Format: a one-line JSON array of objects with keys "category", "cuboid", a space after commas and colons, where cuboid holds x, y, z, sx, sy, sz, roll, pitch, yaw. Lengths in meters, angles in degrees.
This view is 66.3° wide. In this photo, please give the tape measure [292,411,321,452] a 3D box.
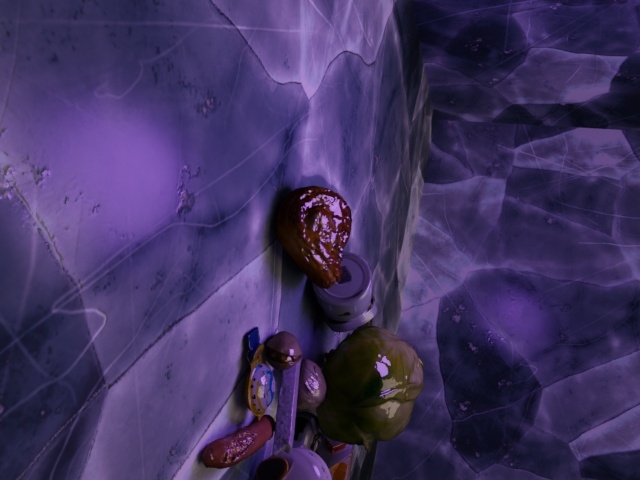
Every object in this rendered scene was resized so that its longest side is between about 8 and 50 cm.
[{"category": "tape measure", "cuboid": [-0.056, 0.696, 1.719, 0.196, 0.105, 0.178, 55, 46, -61]}]

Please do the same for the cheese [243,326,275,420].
[{"category": "cheese", "cuboid": [-0.169, 0.362, 1.323, 0.156, 0.064, 0.250, -37, 122, -73]}]

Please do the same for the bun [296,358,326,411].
[{"category": "bun", "cuboid": [-0.037, 0.478, 1.590, 0.173, 0.113, 0.166, -86, -160, -59]}]

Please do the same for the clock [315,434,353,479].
[{"category": "clock", "cuboid": [0.030, 0.948, 1.987, 0.309, 0.166, 0.235, -25, 122, -76]}]

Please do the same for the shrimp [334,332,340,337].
[{"category": "shrimp", "cuboid": [0.087, 0.326, 2.041, 0.065, 0.057, 0.165, 95, 3, -62]}]

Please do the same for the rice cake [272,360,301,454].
[{"category": "rice cake", "cuboid": [-0.095, 0.462, 1.452, 0.365, 0.056, 0.072, -86, 175, -47]}]

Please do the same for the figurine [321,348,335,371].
[{"category": "figurine", "cuboid": [0.041, 0.522, 1.968, 0.122, 0.121, 0.176, -43, 157, -17]}]

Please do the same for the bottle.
[{"category": "bottle", "cuboid": [0.090, 0.218, 1.787, 0.351, 0.229, 0.229, 82, 24, -58]}]

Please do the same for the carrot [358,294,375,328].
[{"category": "carrot", "cuboid": [0.219, 0.441, 2.438, 0.074, 0.074, 0.358, -21, 119, -68]}]

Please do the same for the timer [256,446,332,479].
[{"category": "timer", "cuboid": [-0.076, 0.760, 1.506, 0.240, 0.234, 0.233, 46, 55, -62]}]

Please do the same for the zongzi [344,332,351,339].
[{"category": "zongzi", "cuboid": [0.128, 0.571, 2.165, 0.251, 0.125, 0.274, 61, 36, -58]}]

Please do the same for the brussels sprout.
[{"category": "brussels sprout", "cuboid": [0.164, 0.510, 1.711, 0.425, 0.342, 0.361, -66, 159, -11]}]

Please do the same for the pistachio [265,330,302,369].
[{"category": "pistachio", "cuboid": [-0.105, 0.322, 1.413, 0.149, 0.113, 0.113, -128, -138, -78]}]

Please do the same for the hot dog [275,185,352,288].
[{"category": "hot dog", "cuboid": [0.000, 0.000, 1.479, 0.387, 0.174, 0.267, 55, 45, -62]}]

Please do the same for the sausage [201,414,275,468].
[{"category": "sausage", "cuboid": [-0.196, 0.524, 1.283, 0.327, 0.087, 0.079, 19, 68, -71]}]
